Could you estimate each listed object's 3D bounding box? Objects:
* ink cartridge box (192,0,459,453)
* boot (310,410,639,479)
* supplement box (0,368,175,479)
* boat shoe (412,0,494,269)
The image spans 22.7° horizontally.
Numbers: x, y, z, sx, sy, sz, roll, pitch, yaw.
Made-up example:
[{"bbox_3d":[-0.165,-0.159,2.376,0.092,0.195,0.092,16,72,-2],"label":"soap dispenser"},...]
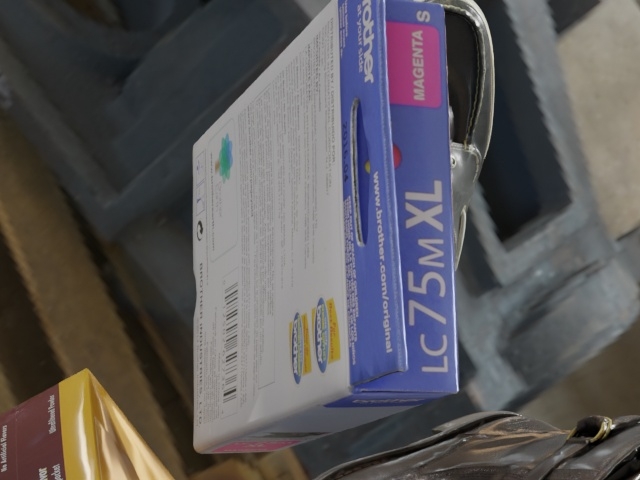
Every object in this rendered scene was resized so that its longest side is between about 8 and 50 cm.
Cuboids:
[{"bbox_3d":[0.000,0.000,0.798,0.065,0.311,0.185,2,77,-17],"label":"ink cartridge box"},{"bbox_3d":[0.105,0.162,0.966,0.263,0.229,0.091,-29,98,-27],"label":"boot"},{"bbox_3d":[-0.167,0.216,0.928,0.191,0.194,0.129,58,7,-34],"label":"supplement box"},{"bbox_3d":[0.065,-0.038,0.998,0.084,0.233,0.079,11,14,-7],"label":"boat shoe"}]
